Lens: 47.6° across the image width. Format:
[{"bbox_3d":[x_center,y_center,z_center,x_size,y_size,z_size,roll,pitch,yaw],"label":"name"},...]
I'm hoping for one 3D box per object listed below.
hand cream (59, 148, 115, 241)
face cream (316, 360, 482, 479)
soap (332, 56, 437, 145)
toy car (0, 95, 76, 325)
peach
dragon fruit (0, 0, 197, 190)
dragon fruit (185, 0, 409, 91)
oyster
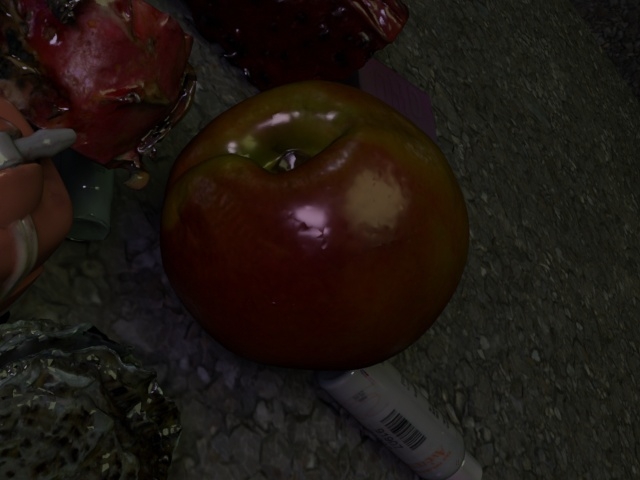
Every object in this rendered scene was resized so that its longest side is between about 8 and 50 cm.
[{"bbox_3d":[-0.233,-0.096,0.729,0.078,0.050,0.204,20,50,-38],"label":"hand cream"},{"bbox_3d":[0.109,0.229,0.911,0.269,0.082,0.082,45,40,-21],"label":"face cream"},{"bbox_3d":[0.103,-0.223,1.190,0.203,0.065,0.122,21,54,-41],"label":"soap"},{"bbox_3d":[-0.291,-0.003,0.463,0.270,0.212,0.180,-35,97,-53],"label":"toy car"},{"bbox_3d":[0.000,0.000,0.753,0.332,0.308,0.307,63,21,-60],"label":"peach"},{"bbox_3d":[-0.217,-0.142,0.620,0.211,0.282,0.147,20,87,-20],"label":"dragon fruit"},{"bbox_3d":[-0.032,-0.400,1.004,0.286,0.228,0.329,42,43,-23],"label":"dragon fruit"},{"bbox_3d":[-0.228,0.152,0.550,0.268,0.112,0.198,34,66,-44],"label":"oyster"}]
